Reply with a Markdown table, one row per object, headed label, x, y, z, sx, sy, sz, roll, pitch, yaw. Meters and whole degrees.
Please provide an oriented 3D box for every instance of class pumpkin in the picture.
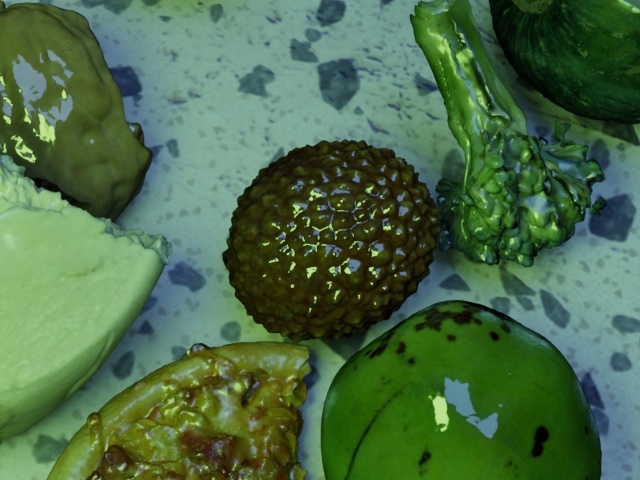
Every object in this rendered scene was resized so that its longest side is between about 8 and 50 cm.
| label | x | y | z | sx | sy | sz | roll | pitch | yaw |
| --- | --- | --- | --- | --- | --- | --- | --- | --- | --- |
| pumpkin | 0.314 | -0.252 | 1.620 | 0.263 | 0.197 | 0.293 | -15 | 56 | -32 |

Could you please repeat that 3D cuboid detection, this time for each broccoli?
| label | x | y | z | sx | sy | sz | roll | pitch | yaw |
| --- | --- | --- | --- | --- | --- | --- | --- | --- | --- |
| broccoli | 0.155 | -0.096 | 1.468 | 0.275 | 0.177 | 0.198 | 58 | 32 | -21 |

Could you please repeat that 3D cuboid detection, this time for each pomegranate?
| label | x | y | z | sx | sy | sz | roll | pitch | yaw |
| --- | --- | --- | --- | --- | --- | --- | --- | --- | --- |
| pomegranate | 0.126 | 0.169 | 1.313 | 0.254 | 0.254 | 0.270 | 23 | 44 | 3 |

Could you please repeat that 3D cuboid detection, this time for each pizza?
| label | x | y | z | sx | sy | sz | roll | pitch | yaw |
| --- | --- | --- | --- | --- | --- | --- | --- | --- | --- |
| pizza | -0.107 | 0.216 | 1.326 | 0.335 | 0.086 | 0.226 | -35 | 70 | -28 |

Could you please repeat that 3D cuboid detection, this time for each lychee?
| label | x | y | z | sx | sy | sz | roll | pitch | yaw |
| --- | --- | --- | --- | --- | --- | --- | --- | --- | --- |
| lychee | 0.000 | 0.000 | 1.415 | 0.238 | 0.200 | 0.200 | -5 | 50 | 34 |

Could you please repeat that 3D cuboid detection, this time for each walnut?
| label | x | y | z | sx | sy | sz | roll | pitch | yaw |
| --- | --- | --- | --- | --- | --- | --- | --- | --- | --- |
| walnut | -0.280 | -0.118 | 1.416 | 0.238 | 0.204 | 0.141 | 23 | 19 | 4 |

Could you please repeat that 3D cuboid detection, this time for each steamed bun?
| label | x | y | z | sx | sy | sz | roll | pitch | yaw |
| --- | --- | --- | --- | --- | --- | --- | --- | --- | --- |
| steamed bun | -0.269 | 0.047 | 1.286 | 0.272 | 0.290 | 0.273 | 5 | 77 | -14 |
